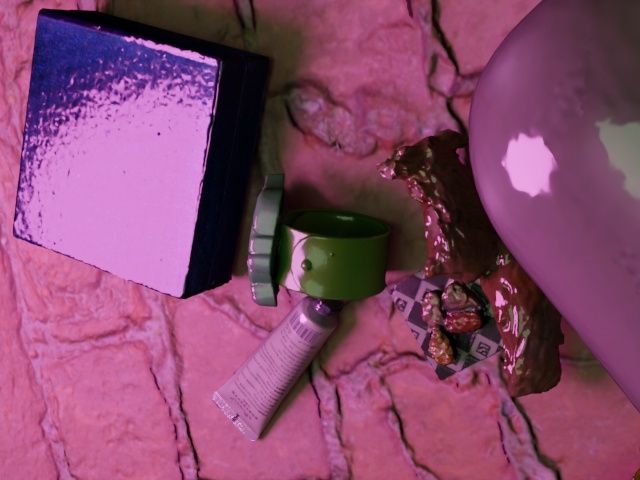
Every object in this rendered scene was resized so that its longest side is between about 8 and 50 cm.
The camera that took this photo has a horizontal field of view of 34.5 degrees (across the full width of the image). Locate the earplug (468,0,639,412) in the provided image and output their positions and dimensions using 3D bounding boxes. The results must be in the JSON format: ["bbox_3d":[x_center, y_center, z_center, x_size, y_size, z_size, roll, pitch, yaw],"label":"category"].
[{"bbox_3d":[0.309,-0.042,0.832,0.312,0.312,0.394,-44,77,28],"label":"earplug"}]

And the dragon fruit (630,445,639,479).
[{"bbox_3d":[0.315,0.283,1.017,0.138,0.142,0.175,25,94,-20],"label":"dragon fruit"}]

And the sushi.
[{"bbox_3d":[0.144,0.078,1.107,0.126,0.026,0.120,-33,84,29],"label":"sushi"}]

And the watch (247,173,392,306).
[{"bbox_3d":[0.000,0.000,1.119,0.152,0.165,0.131,4,102,2],"label":"watch"}]

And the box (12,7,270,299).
[{"bbox_3d":[-0.214,-0.107,1.208,0.261,0.116,0.279,20,110,25],"label":"box"}]

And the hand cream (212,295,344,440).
[{"bbox_3d":[-0.048,0.144,1.217,0.080,0.050,0.234,46,122,12],"label":"hand cream"}]

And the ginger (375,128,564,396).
[{"bbox_3d":[0.169,0.023,1.041,0.290,0.122,0.084,60,148,2],"label":"ginger"}]
